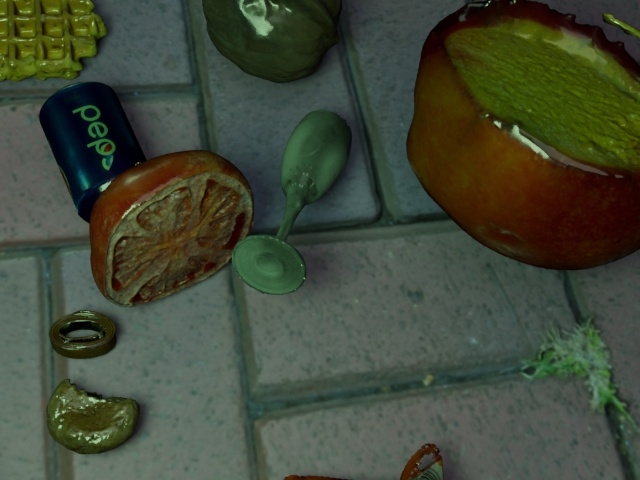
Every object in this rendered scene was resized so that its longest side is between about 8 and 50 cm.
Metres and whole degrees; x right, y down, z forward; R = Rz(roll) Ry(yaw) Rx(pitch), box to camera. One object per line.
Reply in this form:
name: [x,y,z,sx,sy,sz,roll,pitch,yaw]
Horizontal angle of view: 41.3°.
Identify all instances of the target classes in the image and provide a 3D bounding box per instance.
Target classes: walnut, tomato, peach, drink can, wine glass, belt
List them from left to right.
belt: [-0.310,0.123,1.111,0.083,0.036,0.059,-3,58,-11]
drink can: [-0.306,-0.115,1.183,0.118,0.118,0.205,-22,68,-19]
tomato: [-0.204,-0.024,1.107,0.236,0.237,0.095,-30,56,-21]
walnut: [-0.070,-0.354,1.296,0.224,0.224,0.224,4,64,-8]
wine glass: [0.000,0.000,1.212,0.096,0.264,0.310,-8,36,23]
peach: [0.306,-0.136,1.192,0.405,0.310,0.335,32,59,14]

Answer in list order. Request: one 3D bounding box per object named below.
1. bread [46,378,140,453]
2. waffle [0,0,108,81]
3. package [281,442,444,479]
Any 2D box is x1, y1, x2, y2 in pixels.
bread: [-0.285,0.224,1.051,0.113,0.060,0.082,20,62,3]
waffle: [-0.441,-0.344,1.306,0.219,0.057,0.229,-5,64,-12]
package: [0.070,0.399,1.000,0.223,0.108,0.288,-8,68,-11]
